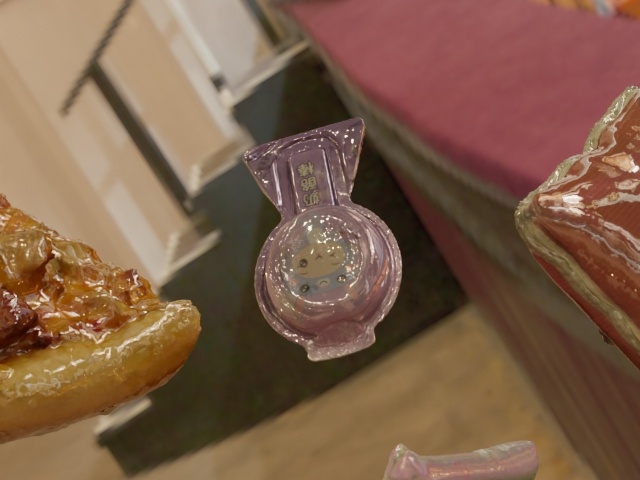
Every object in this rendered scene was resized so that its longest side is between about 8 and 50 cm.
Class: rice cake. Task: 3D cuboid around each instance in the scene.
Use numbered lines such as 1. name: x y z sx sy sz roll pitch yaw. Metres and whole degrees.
1. rice cake: 0.078 0.221 1.126 0.037 0.189 0.198 17 0 32

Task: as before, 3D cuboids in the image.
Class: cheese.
1. cheese: 0.000 0.000 1.178 0.105 0.042 0.191 -16 55 6

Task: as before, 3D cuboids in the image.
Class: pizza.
1. pizza: -0.237 0.020 0.968 0.336 0.086 0.226 3 49 -10

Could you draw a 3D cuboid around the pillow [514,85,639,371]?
1. pillow: 0.185 0.019 0.836 0.171 0.179 0.075 -42 -3 -47
